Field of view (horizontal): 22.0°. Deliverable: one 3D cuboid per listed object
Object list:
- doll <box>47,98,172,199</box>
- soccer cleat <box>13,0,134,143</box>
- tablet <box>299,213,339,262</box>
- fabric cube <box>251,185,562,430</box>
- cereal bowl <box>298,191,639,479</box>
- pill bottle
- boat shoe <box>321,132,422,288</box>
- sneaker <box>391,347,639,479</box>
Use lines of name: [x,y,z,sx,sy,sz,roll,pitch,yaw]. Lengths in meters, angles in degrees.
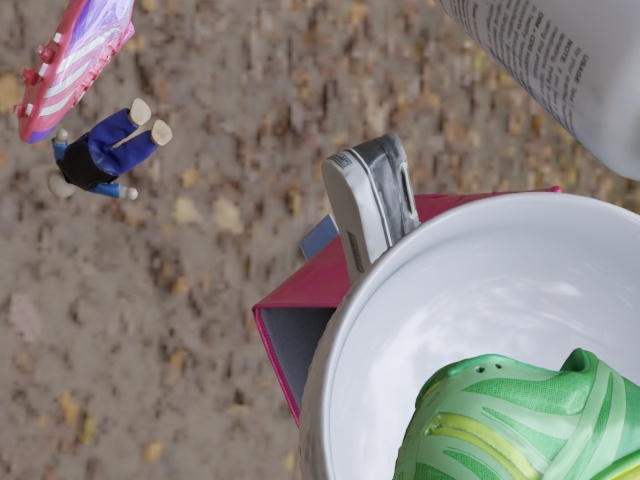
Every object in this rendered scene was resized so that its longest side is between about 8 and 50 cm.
doll: [-0.269,-0.099,2.022,0.129,0.189,0.046,46,36,-24]
soccer cleat: [-0.260,-0.214,1.824,0.095,0.083,0.248,25,79,-26]
tablet: [0.000,0.000,1.979,0.006,0.054,0.083,42,9,-20]
fabric cube: [0.131,0.114,1.770,0.258,0.259,0.254,-39,117,-43]
cereal bowl: [0.140,0.145,1.094,0.141,0.339,0.339,132,-24,-64]
pill bottle: [0.191,-0.138,0.998,0.160,0.283,0.160,-25,144,-20]
boat shoe: [0.063,0.015,1.352,0.070,0.078,0.219,-26,126,-17]
sneaker: [0.070,0.129,0.807,0.295,0.123,0.109,-15,143,-46]
